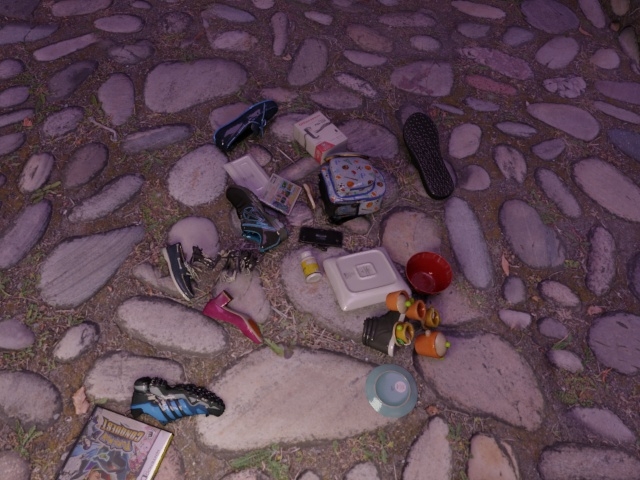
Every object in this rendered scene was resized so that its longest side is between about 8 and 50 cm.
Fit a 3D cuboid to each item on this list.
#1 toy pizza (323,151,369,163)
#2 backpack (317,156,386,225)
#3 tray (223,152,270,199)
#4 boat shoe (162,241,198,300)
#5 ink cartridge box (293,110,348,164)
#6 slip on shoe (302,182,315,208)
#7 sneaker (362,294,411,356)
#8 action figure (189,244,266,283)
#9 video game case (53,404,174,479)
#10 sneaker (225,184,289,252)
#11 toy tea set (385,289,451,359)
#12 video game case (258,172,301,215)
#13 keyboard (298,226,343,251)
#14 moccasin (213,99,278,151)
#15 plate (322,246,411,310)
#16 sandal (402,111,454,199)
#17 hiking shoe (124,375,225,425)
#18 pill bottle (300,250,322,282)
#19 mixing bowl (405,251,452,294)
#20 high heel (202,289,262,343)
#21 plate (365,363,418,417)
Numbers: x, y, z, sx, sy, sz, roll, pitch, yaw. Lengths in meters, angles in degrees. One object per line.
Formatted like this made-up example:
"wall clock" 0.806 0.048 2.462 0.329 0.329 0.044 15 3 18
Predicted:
"toy pizza" 0.114 -0.350 2.146 0.201 0.201 0.032 -2 87 -6
"backpack" 0.140 -0.227 2.060 0.263 0.213 0.276 -2 57 -17
"tray" -0.302 -0.276 2.144 0.145 0.030 0.270 -29 65 -20
"boat shoe" -0.520 0.113 1.846 0.079 0.095 0.254 -27 55 -8
"ink cartridge box" -0.002 -0.477 2.262 0.158 0.092 0.218 -32 65 -23
"slip on shoe" -0.039 -0.195 2.108 0.041 0.051 0.135 -15 53 -11
"sneaker" 0.243 0.286 1.802 0.147 0.104 0.296 11 42 23
"action figure" -0.344 0.093 1.826 0.276 0.164 0.141 7 76 -18
"video game case" -0.635 0.675 1.515 0.275 0.035 0.248 18 58 5
"sneaker" -0.285 -0.095 1.978 0.139 0.125 0.341 -40 67 -20
"toy tea set" 0.355 0.289 1.702 0.124 0.336 0.200 -10 61 40
"video game case" -0.171 -0.197 2.093 0.143 0.019 0.157 27 58 -7
"keyboard" 0.000 0.000 2.006 0.180 0.023 0.108 7 51 0
"moccasin" -0.324 -0.512 2.248 0.342 0.138 0.117 -38 72 -10
"plate" 0.172 0.129 1.882 0.278 0.045 0.277 -12 44 -11
"sandal" 0.477 -0.382 2.255 0.167 0.107 0.446 -8 72 -12
"hiking shoe" -0.465 0.538 1.595 0.304 0.113 0.132 15 88 -3
"pill bottle" -0.039 0.101 1.912 0.065 0.065 0.116 -12 59 -13
"mixing bowl" 0.411 0.145 1.908 0.181 0.098 0.181 2 57 -4
"high heel" -0.318 0.303 1.770 0.117 0.082 0.244 -44 84 7
"plate" 0.249 0.518 1.704 0.188 0.024 0.188 2 57 -3
